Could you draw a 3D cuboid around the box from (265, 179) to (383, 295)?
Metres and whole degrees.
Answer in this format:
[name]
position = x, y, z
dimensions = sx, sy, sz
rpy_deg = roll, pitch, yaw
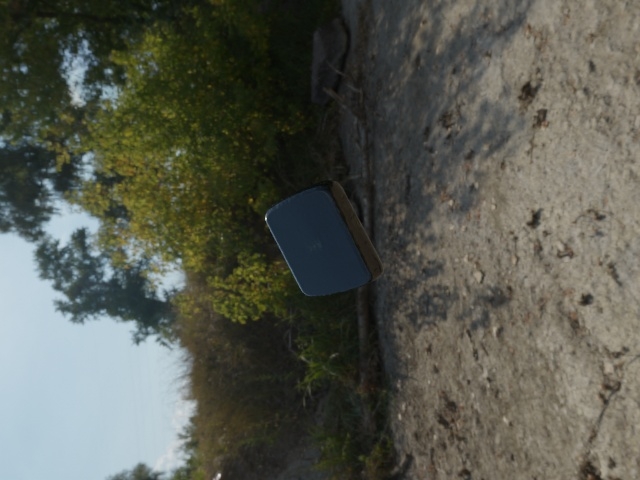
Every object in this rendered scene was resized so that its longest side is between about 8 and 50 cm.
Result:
[box]
position = 0.000, 0.000, 0.541
dimensions = 0.126, 0.027, 0.125
rpy_deg = -19, 100, 47
